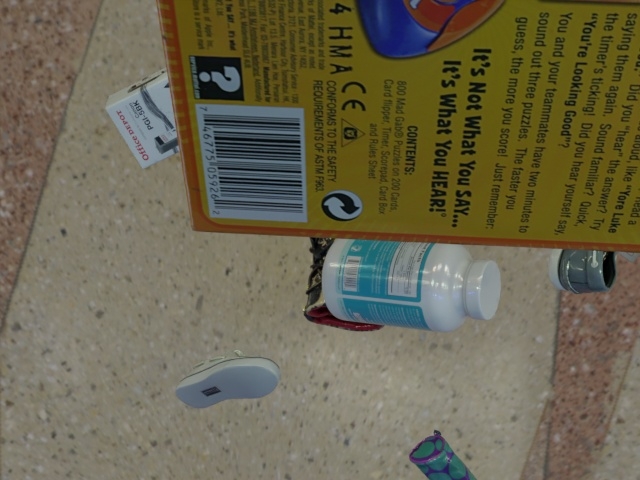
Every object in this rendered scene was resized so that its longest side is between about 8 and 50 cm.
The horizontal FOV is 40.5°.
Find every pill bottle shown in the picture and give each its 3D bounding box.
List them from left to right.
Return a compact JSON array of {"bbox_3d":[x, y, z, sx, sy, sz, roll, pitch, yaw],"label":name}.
[{"bbox_3d":[0.145,0.067,1.375,0.264,0.146,0.146,5,61,31],"label":"pill bottle"}]

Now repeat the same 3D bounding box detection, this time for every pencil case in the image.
[{"bbox_3d":[0.204,0.373,1.364,0.064,0.070,0.152,-42,110,-14],"label":"pencil case"}]

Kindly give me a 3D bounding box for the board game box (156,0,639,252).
[{"bbox_3d":[0.101,-0.243,0.574,0.356,0.357,0.356,3,43,5],"label":"board game box"}]

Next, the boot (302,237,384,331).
[{"bbox_3d":[0.000,0.000,1.641,0.138,0.377,0.284,-19,59,35],"label":"boot"}]

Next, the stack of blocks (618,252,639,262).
[{"bbox_3d":[0.270,-0.126,0.934,0.297,0.087,0.171,29,102,-24],"label":"stack of blocks"}]

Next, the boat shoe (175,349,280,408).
[{"bbox_3d":[-0.171,0.256,1.673,0.096,0.267,0.088,43,46,-21],"label":"boat shoe"}]

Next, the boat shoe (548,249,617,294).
[{"bbox_3d":[0.480,-0.052,1.386,0.116,0.099,0.320,41,74,-33],"label":"boat shoe"}]

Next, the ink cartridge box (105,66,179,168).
[{"bbox_3d":[-0.198,-0.169,1.140,0.135,0.099,0.056,-26,27,6],"label":"ink cartridge box"}]
